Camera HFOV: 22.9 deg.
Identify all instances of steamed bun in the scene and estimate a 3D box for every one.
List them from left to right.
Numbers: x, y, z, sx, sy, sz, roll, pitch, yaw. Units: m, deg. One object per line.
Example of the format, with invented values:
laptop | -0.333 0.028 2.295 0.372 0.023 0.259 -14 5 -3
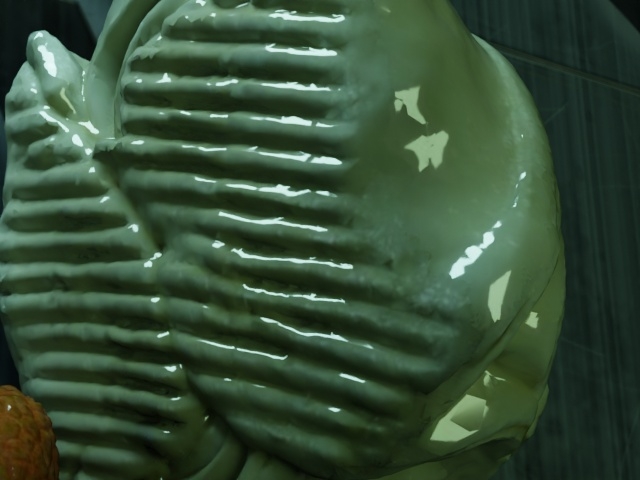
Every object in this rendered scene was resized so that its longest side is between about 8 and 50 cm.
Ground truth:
steamed bun | -0.008 0.004 0.826 0.219 0.310 0.324 6 58 -52

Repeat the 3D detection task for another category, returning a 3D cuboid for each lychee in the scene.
lychee | -0.175 0.135 0.751 0.114 0.101 0.140 38 52 -30
